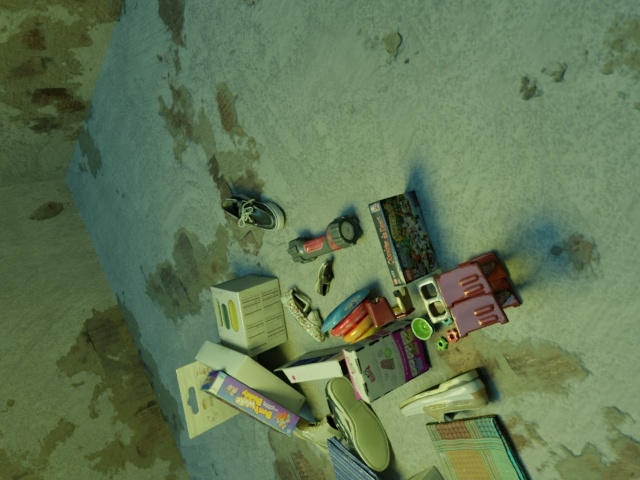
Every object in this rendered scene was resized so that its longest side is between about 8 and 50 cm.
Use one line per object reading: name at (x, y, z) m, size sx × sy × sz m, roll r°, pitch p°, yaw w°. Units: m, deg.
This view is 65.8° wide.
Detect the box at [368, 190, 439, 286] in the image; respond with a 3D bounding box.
box at (0.229, -0.008, 1.344) m, size 0.044 × 0.159 × 0.233 m, roll -18°, pitch 90°, yaw 48°

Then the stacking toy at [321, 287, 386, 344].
stacking toy at (0.162, 0.313, 1.545) m, size 0.302 × 0.175 × 0.166 m, roll 48°, pitch 154°, yaw 5°

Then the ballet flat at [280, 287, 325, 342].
ballet flat at (-0.056, 0.267, 1.806) m, size 0.241 × 0.091 × 0.077 m, roll 44°, pitch 109°, yaw 23°

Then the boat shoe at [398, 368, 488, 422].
boat shoe at (0.345, 0.468, 1.419) m, size 0.302 × 0.113 × 0.103 m, roll -44°, pitch 66°, yaw 44°

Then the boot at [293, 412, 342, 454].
boot at (-0.011, 0.703, 1.879) m, size 0.213 × 0.077 × 0.165 m, roll 32°, pitch 127°, yaw 9°

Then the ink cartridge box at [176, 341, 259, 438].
ink cartridge box at (-0.425, 0.597, 2.080) m, size 0.091 × 0.385 × 0.308 m, roll 3°, pitch 105°, yaw 46°

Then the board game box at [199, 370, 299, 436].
board game box at (-0.275, 0.616, 1.881) m, size 0.347 × 0.078 × 0.233 m, roll 33°, pitch 156°, yaw -10°

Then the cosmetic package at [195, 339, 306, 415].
cosmetic package at (-0.276, 0.548, 1.965) m, size 0.284 × 0.097 × 0.377 m, roll 2°, pitch 145°, yaw 45°

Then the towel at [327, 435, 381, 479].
towel at (0.134, 0.851, 1.763) m, size 0.243 × 0.040 × 0.336 m, roll 29°, pitch 144°, yaw 36°

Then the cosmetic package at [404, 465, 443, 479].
cosmetic package at (0.309, 0.840, 1.555) m, size 0.151 × 0.151 × 0.184 m, roll 55°, pitch 134°, yaw 19°

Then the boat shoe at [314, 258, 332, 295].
boat shoe at (0.018, 0.129, 1.700) m, size 0.049 × 0.056 × 0.152 m, roll 37°, pitch 138°, yaw 26°

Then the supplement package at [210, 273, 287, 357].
supplement package at (-0.283, 0.291, 1.964) m, size 0.199 × 0.198 × 0.263 m, roll 4°, pitch 106°, yaw 47°

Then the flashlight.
flashlight at (0.000, 0.000, 1.639) m, size 0.304 × 0.103 × 0.103 m, roll -18°, pitch 64°, yaw 49°

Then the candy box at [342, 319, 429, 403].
candy box at (0.192, 0.347, 1.443) m, size 0.071 × 0.233 × 0.159 m, roll -9°, pitch 98°, yaw 60°

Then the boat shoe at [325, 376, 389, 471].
boat shoe at (0.114, 0.636, 1.716) m, size 0.340 × 0.127 × 0.113 m, roll 55°, pitch 146°, yaw 8°

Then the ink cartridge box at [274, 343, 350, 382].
ink cartridge box at (0.010, 0.423, 1.713) m, size 0.371 × 0.176 × 0.069 m, roll -22°, pitch 88°, yaw 48°

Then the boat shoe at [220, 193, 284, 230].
boat shoe at (-0.266, -0.106, 1.879) m, size 0.306 × 0.105 × 0.113 m, roll 30°, pitch 123°, yaw 37°

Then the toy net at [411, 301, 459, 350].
toy net at (0.352, 0.214, 1.374) m, size 0.122 × 0.045 × 0.232 m, roll 51°, pitch 134°, yaw 23°

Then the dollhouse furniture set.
dollhouse furniture set at (0.284, 0.172, 1.250) m, size 0.374 × 0.201 × 0.152 m, roll -27°, pitch 82°, yaw 31°

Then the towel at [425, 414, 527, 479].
towel at (0.472, 0.691, 1.415) m, size 0.271 × 0.040 × 0.370 m, roll -32°, pitch 79°, yaw 47°
